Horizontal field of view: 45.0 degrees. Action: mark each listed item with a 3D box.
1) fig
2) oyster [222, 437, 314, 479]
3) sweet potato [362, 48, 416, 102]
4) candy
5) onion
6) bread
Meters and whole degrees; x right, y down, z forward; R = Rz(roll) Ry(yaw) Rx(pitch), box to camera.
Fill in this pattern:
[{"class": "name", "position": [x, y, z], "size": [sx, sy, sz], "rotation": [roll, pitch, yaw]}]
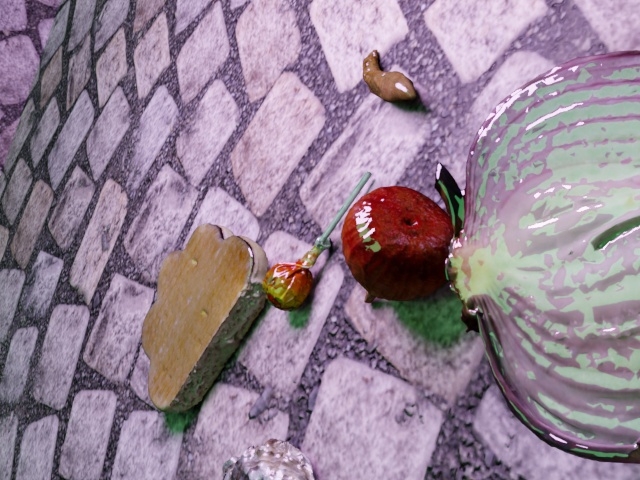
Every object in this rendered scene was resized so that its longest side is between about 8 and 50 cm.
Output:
[{"class": "fig", "position": [0.063, 0.019, 0.769], "size": [0.153, 0.119, 0.119], "rotation": [-48, 41, 29]}, {"class": "oyster", "position": [-0.061, 0.280, 0.849], "size": [0.177, 0.064, 0.125], "rotation": [-27, 58, 45]}, {"class": "sweet potato", "position": [0.078, -0.188, 0.914], "size": [0.041, 0.038, 0.153], "rotation": [-38, 34, 5]}, {"class": "candy", "position": [0.000, 0.000, 0.921], "size": [0.201, 0.060, 0.060], "rotation": [-54, 39, 10]}, {"class": "onion", "position": [0.263, 0.000, 0.493], "size": [0.348, 0.159, 0.267], "rotation": [-15, 73, 40]}, {"class": "bread", "position": [-0.170, 0.090, 1.079], "size": [0.286, 0.056, 0.207], "rotation": [-53, 43, 21]}]
